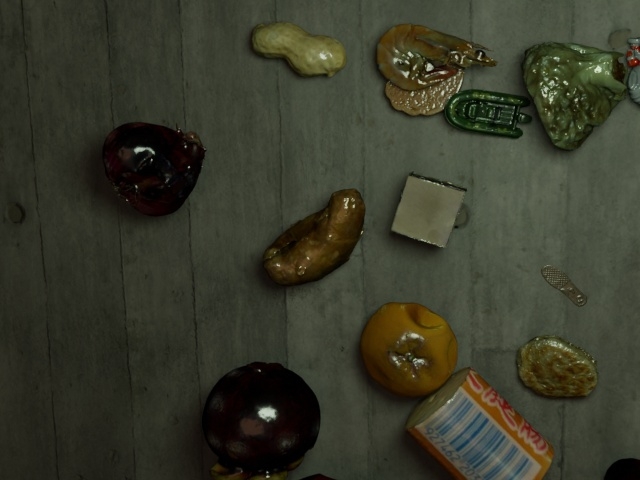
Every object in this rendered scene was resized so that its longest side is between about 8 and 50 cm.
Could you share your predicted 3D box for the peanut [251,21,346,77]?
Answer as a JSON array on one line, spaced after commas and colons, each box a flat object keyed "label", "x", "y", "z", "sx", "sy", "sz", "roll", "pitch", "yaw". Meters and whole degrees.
[{"label": "peanut", "x": -0.058, "y": -0.489, "z": 1.575, "sx": 0.263, "sy": 0.101, "sz": 0.117, "roll": 26, "pitch": 83, "yaw": 10}]

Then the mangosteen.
[{"label": "mangosteen", "x": -0.154, "y": 0.493, "z": 1.612, "sx": 0.307, "sy": 0.307, "sz": 0.346, "roll": 1, "pitch": 89, "yaw": 14}]

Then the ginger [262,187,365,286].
[{"label": "ginger", "x": 0.000, "y": 0.000, "z": 1.600, "sx": 0.321, "sy": 0.172, "sz": 0.165, "roll": -42, "pitch": 48, "yaw": 9}]

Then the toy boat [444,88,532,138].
[{"label": "toy boat", "x": 0.403, "y": -0.308, "z": 1.495, "sx": 0.211, "sy": 0.052, "sz": 0.104, "roll": 9, "pitch": 111, "yaw": -1}]

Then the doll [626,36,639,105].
[{"label": "doll", "x": 0.734, "y": -0.376, "z": 1.406, "sx": 0.094, "sy": 0.079, "sz": 0.180, "roll": -6, "pitch": 87, "yaw": -22}]

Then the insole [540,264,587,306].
[{"label": "insole", "x": 0.603, "y": 0.112, "z": 1.533, "sx": 0.135, "sy": 0.002, "sz": 0.045, "roll": 44, "pitch": 105, "yaw": 5}]

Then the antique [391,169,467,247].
[{"label": "antique", "x": 0.268, "y": -0.081, "z": 1.518, "sx": 0.147, "sy": 0.148, "sz": 0.151, "roll": 19, "pitch": 102, "yaw": 12}]

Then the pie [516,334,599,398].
[{"label": "pie", "x": 0.579, "y": 0.314, "z": 1.527, "sx": 0.194, "sy": 0.079, "sz": 0.163, "roll": 34, "pitch": 111, "yaw": 8}]

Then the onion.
[{"label": "onion", "x": -0.451, "y": -0.198, "z": 1.629, "sx": 0.221, "sy": 0.281, "sz": 0.280, "roll": 44, "pitch": 108, "yaw": 41}]

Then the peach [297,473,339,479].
[{"label": "peach", "x": 0.022, "y": 0.790, "z": 1.586, "sx": 0.389, "sy": 0.388, "sz": 0.387, "roll": 2, "pitch": 97, "yaw": 14}]

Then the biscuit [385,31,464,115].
[{"label": "biscuit", "x": 0.263, "y": -0.407, "z": 1.530, "sx": 0.181, "sy": 0.049, "sz": 0.208, "roll": 18, "pitch": 98, "yaw": 12}]

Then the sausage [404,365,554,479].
[{"label": "sausage", "x": 0.384, "y": 0.482, "z": 1.519, "sx": 0.287, "sy": 0.233, "sz": 0.233, "roll": 43, "pitch": 105, "yaw": 6}]

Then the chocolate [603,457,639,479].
[{"label": "chocolate", "x": 0.763, "y": 0.602, "z": 1.498, "sx": 0.127, "sy": 0.124, "sz": 0.133, "roll": -34, "pitch": 120, "yaw": 14}]

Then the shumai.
[{"label": "shumai", "x": 0.581, "y": -0.343, "z": 1.388, "sx": 0.218, "sy": 0.189, "sz": 0.255, "roll": -22, "pitch": 97, "yaw": 17}]

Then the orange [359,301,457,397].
[{"label": "orange", "x": 0.217, "y": 0.282, "z": 1.558, "sx": 0.249, "sy": 0.183, "sz": 0.248, "roll": 1, "pitch": 95, "yaw": 13}]

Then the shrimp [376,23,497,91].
[{"label": "shrimp", "x": 0.267, "y": -0.422, "z": 1.471, "sx": 0.287, "sy": 0.063, "sz": 0.152, "roll": 20, "pitch": 102, "yaw": 17}]
